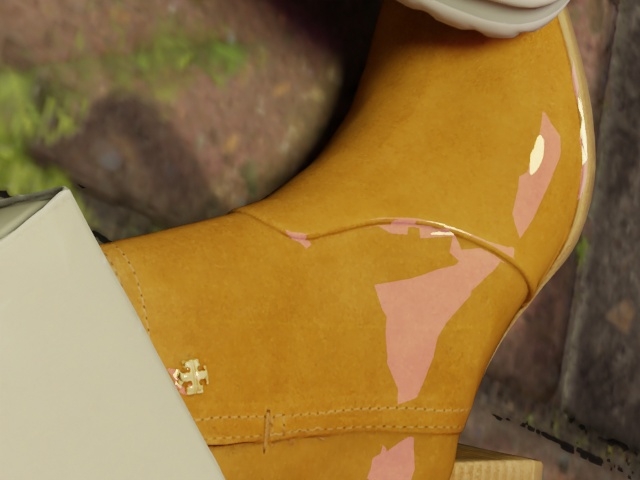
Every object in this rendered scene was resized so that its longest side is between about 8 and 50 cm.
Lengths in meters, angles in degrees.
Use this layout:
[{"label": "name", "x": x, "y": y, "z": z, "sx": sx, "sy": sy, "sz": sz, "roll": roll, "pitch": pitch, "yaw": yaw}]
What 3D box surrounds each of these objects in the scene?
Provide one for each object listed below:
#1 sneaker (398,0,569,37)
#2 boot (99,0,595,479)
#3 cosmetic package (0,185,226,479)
[{"label": "sneaker", "x": -0.013, "y": -0.175, "z": 0.707, "sx": 0.281, "sy": 0.115, "sz": 0.105, "roll": 17, "pitch": 60, "yaw": -14}, {"label": "boot", "x": -0.001, "y": 0.001, "z": 0.745, "sx": 0.211, "sy": 0.104, "sz": 0.295, "roll": 4, "pitch": 85, "yaw": -43}, {"label": "cosmetic package", "x": -0.093, "y": 0.148, "z": 0.605, "sx": 0.129, "sy": 0.153, "sz": 0.296, "roll": -40, "pitch": 110, "yaw": -40}]
